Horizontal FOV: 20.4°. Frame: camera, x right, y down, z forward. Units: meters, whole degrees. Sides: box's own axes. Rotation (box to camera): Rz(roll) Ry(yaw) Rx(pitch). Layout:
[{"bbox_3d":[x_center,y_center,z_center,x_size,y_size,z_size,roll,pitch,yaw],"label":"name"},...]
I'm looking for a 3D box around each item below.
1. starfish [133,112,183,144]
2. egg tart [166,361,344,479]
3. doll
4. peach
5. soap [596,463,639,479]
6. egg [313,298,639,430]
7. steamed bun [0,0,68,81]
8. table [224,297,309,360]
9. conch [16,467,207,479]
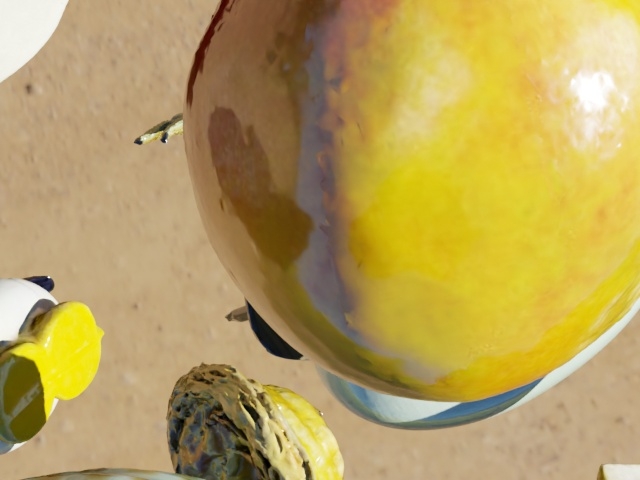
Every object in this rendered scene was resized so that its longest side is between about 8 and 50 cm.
[{"bbox_3d":[-0.109,-0.137,1.970,0.217,0.223,0.050,-21,98,47],"label":"starfish"},{"bbox_3d":[-0.028,0.113,0.868,0.049,0.129,0.129,-24,136,-34],"label":"egg tart"},{"bbox_3d":[-0.279,0.047,1.052,0.314,0.177,0.141,9,125,29],"label":"doll"},{"bbox_3d":[0.066,-0.074,1.033,0.308,0.308,0.332,-15,118,-5],"label":"peach"},{"bbox_3d":[0.171,0.281,1.153,0.259,0.143,0.281,1,136,-22],"label":"soap"},{"bbox_3d":[0.162,0.045,1.715,0.371,0.230,0.230,-28,129,4],"label":"egg"},{"bbox_3d":[-0.347,-0.254,1.474,0.283,0.177,0.283,-25,143,-21],"label":"steamed bun"},{"bbox_3d":[0.000,0.000,2.052,0.317,0.249,0.317,0,89,-17],"label":"table"},{"bbox_3d":[-0.041,0.235,0.659,0.319,0.215,0.303,3,83,-36],"label":"conch"}]
